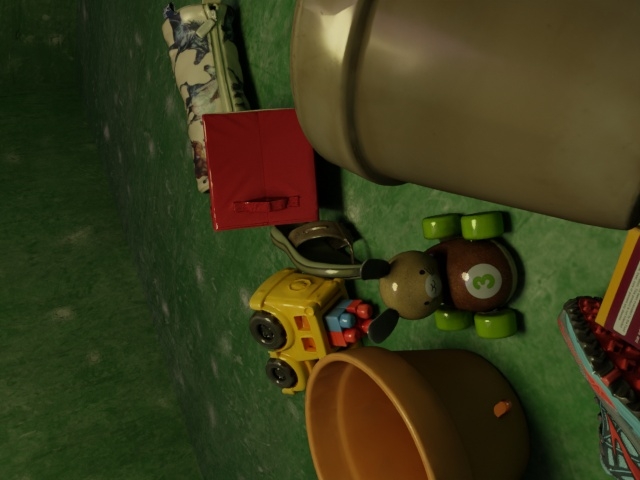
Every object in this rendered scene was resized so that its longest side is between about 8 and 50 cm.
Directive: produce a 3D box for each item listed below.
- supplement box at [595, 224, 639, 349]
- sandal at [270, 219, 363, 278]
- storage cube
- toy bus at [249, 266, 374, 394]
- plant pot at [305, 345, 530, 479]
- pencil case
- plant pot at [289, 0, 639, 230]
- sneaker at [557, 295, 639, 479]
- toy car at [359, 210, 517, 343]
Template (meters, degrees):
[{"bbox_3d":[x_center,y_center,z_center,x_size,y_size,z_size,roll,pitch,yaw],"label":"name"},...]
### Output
[{"bbox_3d":[0.343,0.066,0.481,0.188,0.080,0.104,40,133,48],"label":"supplement box"},{"bbox_3d":[-0.002,-0.001,1.028,0.302,0.120,0.086,32,113,52],"label":"sandal"},{"bbox_3d":[-0.112,-0.134,1.043,0.215,0.183,0.193,-131,36,-74],"label":"storage cube"},{"bbox_3d":[0.005,0.169,1.051,0.211,0.149,0.220,1,117,34],"label":"toy bus"},{"bbox_3d":[0.136,0.267,0.787,0.290,0.203,0.291,29,126,52],"label":"plant pot"},{"bbox_3d":[-0.220,-0.299,1.246,0.183,0.159,0.411,153,104,-74],"label":"pencil case"},{"bbox_3d":[0.181,-0.153,0.507,0.280,0.323,0.323,34,131,29],"label":"plant pot"},{"bbox_3d":[0.302,0.182,0.573,0.262,0.104,0.125,64,149,24],"label":"sneaker"},{"bbox_3d":[0.133,0.055,0.731,0.149,0.188,0.155,0,100,60],"label":"toy car"}]
